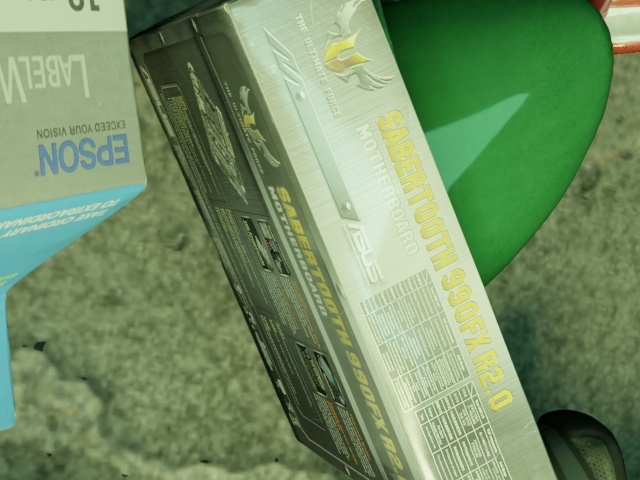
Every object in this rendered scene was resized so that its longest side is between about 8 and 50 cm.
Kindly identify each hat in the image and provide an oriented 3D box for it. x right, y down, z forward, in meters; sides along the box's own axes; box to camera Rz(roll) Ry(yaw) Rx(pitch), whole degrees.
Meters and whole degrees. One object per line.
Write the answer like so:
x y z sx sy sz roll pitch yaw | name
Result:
0.128 -0.077 0.542 0.183 0.173 0.208 -16 105 8 | hat

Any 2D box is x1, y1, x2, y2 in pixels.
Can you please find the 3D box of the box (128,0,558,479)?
0.000 0.000 0.525 0.056 0.183 0.231 -27 103 -17 | box

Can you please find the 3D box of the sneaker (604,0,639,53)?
0.227 -0.173 0.650 0.221 0.087 0.128 -10 99 -21 | sneaker

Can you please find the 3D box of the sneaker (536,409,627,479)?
0.232 0.278 0.638 0.202 0.185 0.483 -47 109 -7 | sneaker

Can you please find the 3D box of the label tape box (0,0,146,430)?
-0.180 -0.058 0.429 0.241 0.106 0.333 -17 103 -57 | label tape box
